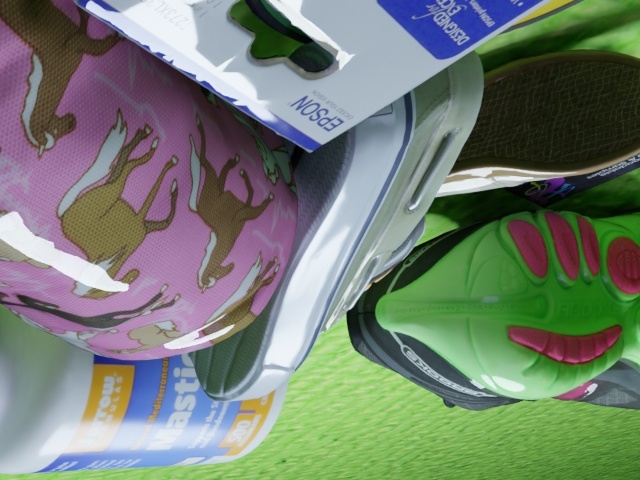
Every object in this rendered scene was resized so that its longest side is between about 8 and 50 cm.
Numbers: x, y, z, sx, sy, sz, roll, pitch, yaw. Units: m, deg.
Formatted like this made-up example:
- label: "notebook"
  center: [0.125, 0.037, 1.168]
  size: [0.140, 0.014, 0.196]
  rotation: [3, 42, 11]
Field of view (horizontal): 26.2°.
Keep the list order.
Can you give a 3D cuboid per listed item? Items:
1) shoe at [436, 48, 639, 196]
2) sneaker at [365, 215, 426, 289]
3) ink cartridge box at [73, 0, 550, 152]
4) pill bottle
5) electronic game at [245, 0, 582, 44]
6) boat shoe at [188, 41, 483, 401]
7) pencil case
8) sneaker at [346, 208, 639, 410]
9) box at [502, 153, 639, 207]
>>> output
- label: "shoe"
  center: [0.107, -0.070, 0.848]
  size: [0.219, 0.076, 0.058]
  rotation: [-11, -175, 8]
- label: "sneaker"
  center: [-0.028, -0.009, 0.895]
  size: [0.215, 0.084, 0.083]
  rotation: [-7, 154, -19]
- label: "ink cartridge box"
  center: [0.101, -0.168, 0.458]
  size: [0.371, 0.069, 0.176]
  rotation: [-33, 155, 15]
- label: "pill bottle"
  center: [-0.165, 0.081, 0.934]
  size: [0.272, 0.152, 0.152]
  rotation: [6, 153, -46]
- label: "electronic game"
  center: [0.072, -0.148, 0.620]
  size: [0.229, 0.048, 0.229]
  rotation: [-12, 161, -4]
- label: "boat shoe"
  center: [0.000, 0.000, 0.761]
  size: [0.094, 0.109, 0.302]
  rotation: [-10, 154, -28]
- label: "pencil case"
  center: [-0.133, -0.066, 0.519]
  size: [0.167, 0.160, 0.386]
  rotation: [9, 167, 18]
- label: "sneaker"
  center: [0.194, 0.059, 1.170]
  size: [0.202, 0.185, 0.483]
  rotation: [-3, 168, 36]
- label: "box"
  center: [0.170, -0.068, 0.945]
  size: [0.116, 0.029, 0.162]
  rotation: [-23, 158, 26]
